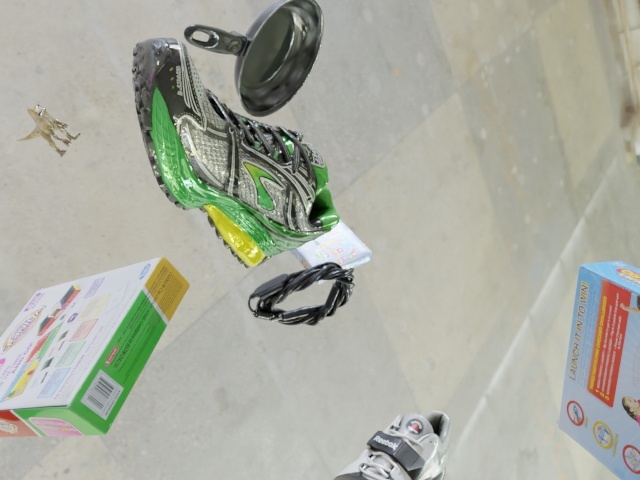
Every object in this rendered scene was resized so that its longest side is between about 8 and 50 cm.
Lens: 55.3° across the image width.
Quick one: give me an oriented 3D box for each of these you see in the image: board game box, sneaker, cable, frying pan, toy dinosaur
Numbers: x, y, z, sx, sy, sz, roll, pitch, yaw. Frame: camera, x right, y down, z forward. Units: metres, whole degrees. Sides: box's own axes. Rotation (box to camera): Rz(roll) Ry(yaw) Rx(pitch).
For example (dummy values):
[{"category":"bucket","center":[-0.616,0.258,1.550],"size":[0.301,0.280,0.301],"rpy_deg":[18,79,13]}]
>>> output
[{"category":"board game box","center":[0.501,0.222,0.901],"size":[0.086,0.302,0.308],"rpy_deg":[-6,109,-17]},{"category":"sneaker","center":[-0.080,-0.094,0.649],"size":[0.343,0.146,0.134],"rpy_deg":[51,20,-60]},{"category":"board game box","center":[-0.360,0.154,0.862],"size":[0.064,0.316,0.242],"rpy_deg":[53,41,-31]},{"category":"cable","center":[-0.017,0.096,1.010],"size":[0.150,0.184,0.047],"rpy_deg":[42,27,-46]},{"category":"frying pan","center":[-0.103,-0.256,0.892],"size":[0.326,0.053,0.197],"rpy_deg":[-35,154,-44]},{"category":"toy dinosaur","center":[-0.485,-0.199,1.090],"size":[0.092,0.183,0.053],"rpy_deg":[40,63,-20]},{"category":"board game box","center":[0.000,0.000,1.500],"size":[0.160,0.211,0.039],"rpy_deg":[-22,144,-30]},{"category":"sneaker","center":[0.123,0.365,1.032],"size":[0.330,0.122,0.146],"rpy_deg":[-3,110,-56]}]
